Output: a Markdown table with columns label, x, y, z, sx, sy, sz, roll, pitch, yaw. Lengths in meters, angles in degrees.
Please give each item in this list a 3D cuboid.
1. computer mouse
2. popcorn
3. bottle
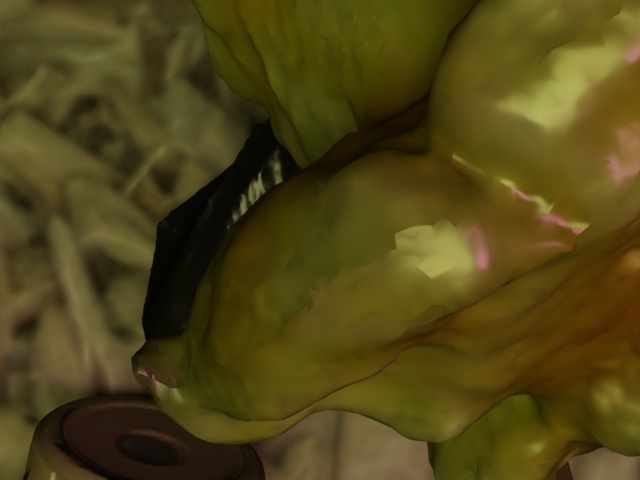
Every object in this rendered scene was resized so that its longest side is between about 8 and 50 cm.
| label | x | y | z | sx | sy | sz | roll | pitch | yaw |
| --- | --- | --- | --- | --- | --- | --- | --- | --- | --- |
| computer mouse | 0.000 | 0.000 | 0.684 | 0.099 | 0.057 | 0.172 | 41 | 100 | -5 |
| popcorn | 0.104 | -0.081 | 0.541 | 0.335 | 0.279 | 0.274 | -15 | 147 | 6 |
| bottle | -0.078 | 0.145 | 0.710 | 0.099 | 0.099 | 0.152 | 15 | 107 | 0 |
